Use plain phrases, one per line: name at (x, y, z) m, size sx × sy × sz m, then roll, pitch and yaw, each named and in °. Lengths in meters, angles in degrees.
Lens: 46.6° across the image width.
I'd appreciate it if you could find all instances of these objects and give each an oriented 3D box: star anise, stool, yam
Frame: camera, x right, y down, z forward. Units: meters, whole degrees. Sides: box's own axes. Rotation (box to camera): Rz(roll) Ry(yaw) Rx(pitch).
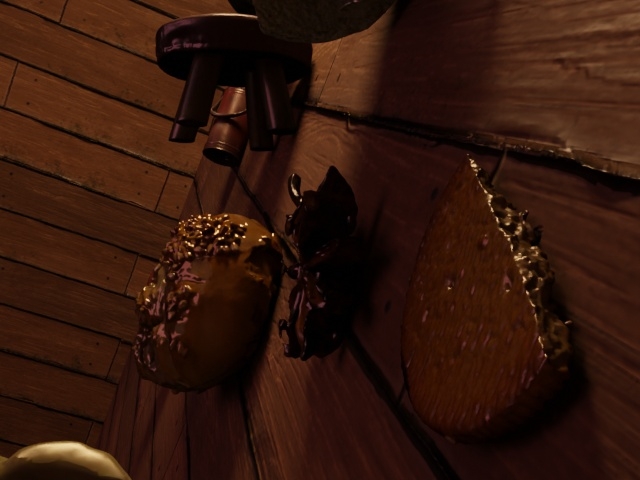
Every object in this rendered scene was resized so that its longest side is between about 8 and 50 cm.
star anise at (-0.002, -0.003, 0.688) m, size 0.177 × 0.073 × 0.234 m, roll 119°, pitch 148°, yaw -60°
stool at (-0.149, -0.263, 1.273) m, size 0.272 × 0.272 × 0.178 m, roll 168°, pitch 105°, yaw -73°
yam at (0.031, -0.397, 0.867) m, size 0.202 × 0.201 × 0.271 m, roll 74°, pitch -157°, yaw -58°

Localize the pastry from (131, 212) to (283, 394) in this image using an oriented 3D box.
pastry at (-0.171, 0.087, 1.038) m, size 0.311 × 0.162 × 0.255 m, roll -40°, pitch 31°, yaw 61°

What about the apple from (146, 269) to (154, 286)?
apple at (-0.329, 0.127, 1.639) m, size 0.153 × 0.120 × 0.153 m, roll -160°, pitch 90°, yaw -81°

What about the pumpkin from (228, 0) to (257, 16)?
pumpkin at (-0.085, -0.585, 1.503) m, size 0.300 × 0.207 × 0.300 m, roll -52°, pitch 19°, yaw 27°

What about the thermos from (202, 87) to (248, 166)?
thermos at (-0.206, -0.300, 1.808) m, size 0.124 × 0.099 × 0.232 m, roll 55°, pitch -133°, yaw -60°

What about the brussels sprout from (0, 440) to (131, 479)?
brussels sprout at (-0.277, 0.415, 0.617) m, size 0.361 × 0.342 × 0.425 m, roll -44°, pitch 18°, yaw 46°

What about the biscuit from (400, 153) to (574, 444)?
biscuit at (0.085, 0.040, 0.431) m, size 0.206 × 0.025 × 0.126 m, roll -91°, pitch 26°, yaw -57°
